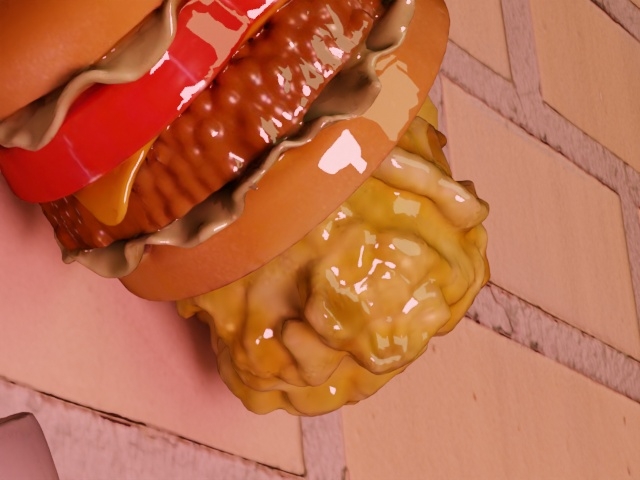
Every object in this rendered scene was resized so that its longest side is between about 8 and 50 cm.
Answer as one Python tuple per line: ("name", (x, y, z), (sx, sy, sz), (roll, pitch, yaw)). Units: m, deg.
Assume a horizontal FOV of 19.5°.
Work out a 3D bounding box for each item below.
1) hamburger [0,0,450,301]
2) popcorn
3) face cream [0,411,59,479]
("hamburger", (-0.088, -0.122, 0.976), (0.212, 0.274, 0.274), (44, 39, -28))
("popcorn", (0.009, -0.007, 1.123), (0.181, 0.217, 0.235), (57, -7, -15))
("face cream", (-0.168, 0.186, 0.770), (0.175, 0.175, 0.194), (-15, 89, -60))
